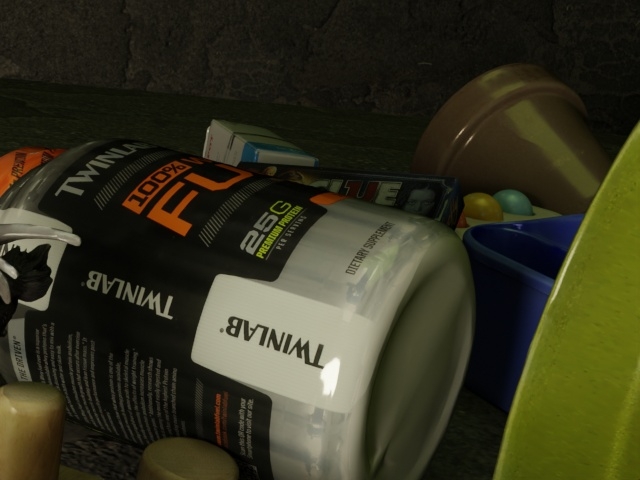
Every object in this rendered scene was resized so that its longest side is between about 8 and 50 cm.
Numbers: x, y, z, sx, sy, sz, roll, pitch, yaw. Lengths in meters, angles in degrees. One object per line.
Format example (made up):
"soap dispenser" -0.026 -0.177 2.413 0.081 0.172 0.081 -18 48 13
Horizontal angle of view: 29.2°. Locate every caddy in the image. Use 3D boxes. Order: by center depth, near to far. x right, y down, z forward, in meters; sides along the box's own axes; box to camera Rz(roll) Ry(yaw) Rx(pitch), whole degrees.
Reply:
"caddy" 0.267 0.066 1.083 0.241 0.179 0.341 1 16 -31

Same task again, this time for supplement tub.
"supplement tub" -0.081 0.049 0.845 0.338 0.207 0.207 15 14 25

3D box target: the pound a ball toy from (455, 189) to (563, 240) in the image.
"pound a ball toy" 0.117 0.006 1.330 0.208 0.136 0.319 18 15 33

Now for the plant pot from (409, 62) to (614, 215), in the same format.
"plant pot" 0.280 -0.059 1.553 0.263 0.263 0.229 -1 33 -37

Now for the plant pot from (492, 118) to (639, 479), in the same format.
"plant pot" 0.314 0.115 0.630 0.352 0.367 0.366 20 13 -3

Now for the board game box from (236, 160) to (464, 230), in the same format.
"board game box" 0.000 0.000 1.196 0.243 0.042 0.165 5 49 25

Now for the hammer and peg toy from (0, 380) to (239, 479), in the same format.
"hammer and peg toy" -0.076 0.158 0.548 0.265 0.127 0.361 15 14 22

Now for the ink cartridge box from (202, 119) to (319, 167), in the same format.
"ink cartridge box" -0.080 -0.053 1.433 0.082 0.140 0.190 6 13 -21

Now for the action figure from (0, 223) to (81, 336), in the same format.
"action figure" -0.244 0.047 0.611 0.141 0.275 0.164 47 29 -5
